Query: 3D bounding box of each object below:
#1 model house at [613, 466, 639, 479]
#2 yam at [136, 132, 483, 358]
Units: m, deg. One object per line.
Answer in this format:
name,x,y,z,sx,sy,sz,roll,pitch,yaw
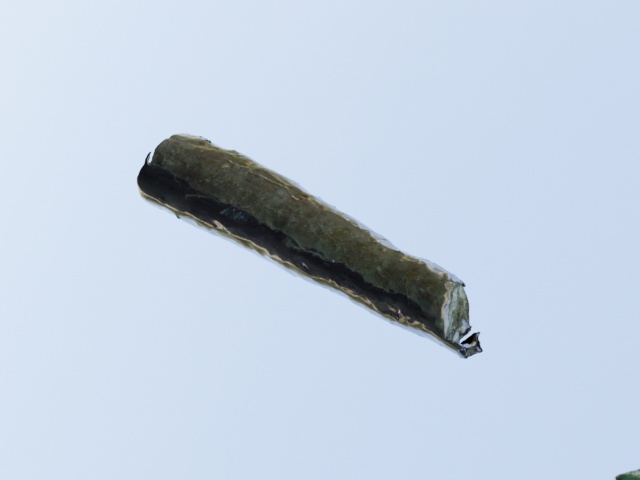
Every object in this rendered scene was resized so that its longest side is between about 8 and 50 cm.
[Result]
model house,0.200,0.314,0.974,0.267,0.194,0.325,-44,-139,6
yam,0.000,0.000,0.624,0.129,0.033,0.027,26,-66,28
